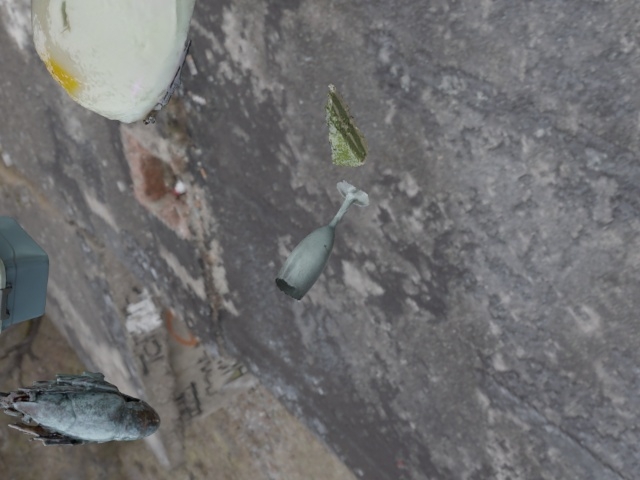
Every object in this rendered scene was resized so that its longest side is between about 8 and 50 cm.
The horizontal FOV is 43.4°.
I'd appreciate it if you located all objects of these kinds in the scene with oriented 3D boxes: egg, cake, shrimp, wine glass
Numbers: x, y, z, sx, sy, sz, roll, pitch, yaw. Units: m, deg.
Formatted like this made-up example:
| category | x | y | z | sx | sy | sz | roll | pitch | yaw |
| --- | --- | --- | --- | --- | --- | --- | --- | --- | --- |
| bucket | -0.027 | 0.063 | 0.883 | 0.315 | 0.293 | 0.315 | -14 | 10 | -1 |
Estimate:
| category | x | y | z | sx | sy | sz | roll | pitch | yaw |
| --- | --- | --- | --- | --- | --- | --- | --- | --- | --- |
| egg | -0.283 | -0.330 | 1.096 | 0.337 | 0.201 | 0.337 | -36 | 48 | 54 |
| cake | 0.022 | -0.159 | 1.122 | 0.055 | 0.051 | 0.140 | 0 | 148 | 26 |
| shrimp | -0.303 | 0.198 | 0.962 | 0.079 | 0.232 | 0.090 | 12 | 86 | 67 |
| wine glass | 0.000 | 0.000 | 1.247 | 0.066 | 0.198 | 0.066 | 30 | 158 | 13 |

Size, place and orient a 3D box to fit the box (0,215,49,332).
| category | x | y | z | sx | sy | sz | roll | pitch | yaw |
| --- | --- | --- | --- | --- | --- | --- | --- | --- | --- |
| box | -0.605 | 0.055 | 1.495 | 0.227 | 0.130 | 0.162 | 36 | 123 | 37 |
